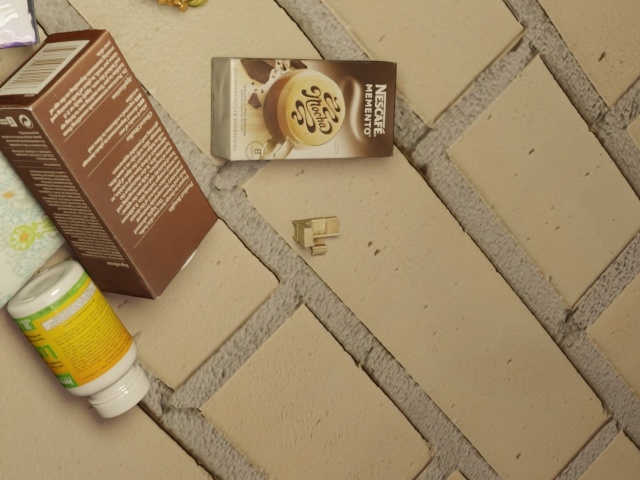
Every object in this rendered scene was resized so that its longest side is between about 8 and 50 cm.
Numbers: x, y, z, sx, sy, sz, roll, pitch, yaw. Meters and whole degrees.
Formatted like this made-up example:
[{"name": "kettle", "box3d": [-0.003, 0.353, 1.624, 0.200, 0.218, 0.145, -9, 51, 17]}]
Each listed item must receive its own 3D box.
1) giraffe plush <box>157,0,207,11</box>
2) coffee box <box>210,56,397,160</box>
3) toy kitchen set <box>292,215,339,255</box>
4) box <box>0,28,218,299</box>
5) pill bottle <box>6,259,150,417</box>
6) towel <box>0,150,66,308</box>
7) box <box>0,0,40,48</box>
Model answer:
[{"name": "giraffe plush", "box3d": [-0.203, -0.453, 1.638, 0.181, 0.210, 0.170, 21, 121, -29]}, {"name": "coffee box", "box3d": [-0.029, -0.226, 1.768, 0.297, 0.119, 0.168, -4, 101, -22]}, {"name": "toy kitchen set", "box3d": [0.000, 0.000, 1.851, 0.083, 0.075, 0.068, -7, 104, -17]}, {"name": "box", "box3d": [-0.326, -0.110, 1.575, 0.191, 0.143, 0.381, -56, 134, -34]}, {"name": "pill bottle", "box3d": [-0.384, 0.165, 1.689, 0.136, 0.136, 0.245, -36, 112, -13]}, {"name": "towel", "box3d": [-0.542, -0.057, 1.538, 0.320, 0.090, 0.374, -46, 135, -12]}, {"name": "box", "box3d": [-0.533, -0.353, 1.535, 0.207, 0.108, 0.153, -13, 105, -20]}]
